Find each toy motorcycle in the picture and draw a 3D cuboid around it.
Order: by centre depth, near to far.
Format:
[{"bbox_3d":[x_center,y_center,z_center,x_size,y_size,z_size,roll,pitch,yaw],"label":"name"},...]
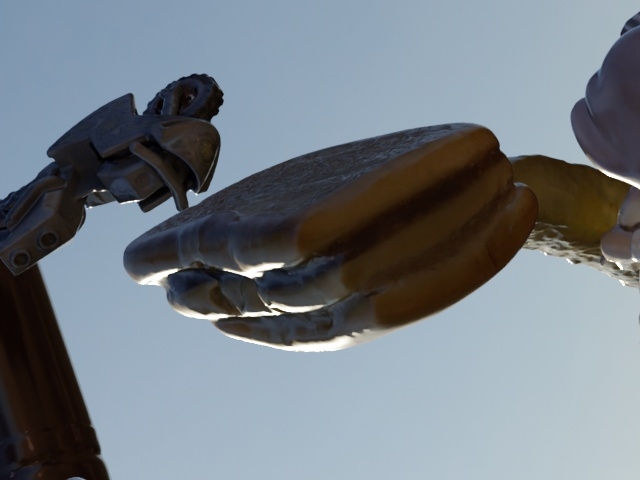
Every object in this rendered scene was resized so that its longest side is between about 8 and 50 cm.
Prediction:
[{"bbox_3d":[-0.156,-0.043,1.363,0.080,0.215,0.122,56,179,-33],"label":"toy motorcycle"}]

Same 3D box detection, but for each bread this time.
[{"bbox_3d":[0.000,0.000,0.802,0.116,0.200,0.077,-35,-77,-25],"label":"bread"}]

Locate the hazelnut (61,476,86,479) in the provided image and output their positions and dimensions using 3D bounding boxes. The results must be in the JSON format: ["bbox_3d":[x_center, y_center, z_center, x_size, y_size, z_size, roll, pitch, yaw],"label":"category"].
[{"bbox_3d":[-0.132,0.206,1.024,0.150,0.150,0.150,9,-90,-75],"label":"hazelnut"}]

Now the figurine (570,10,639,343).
[{"bbox_3d":[0.198,-0.042,0.943,0.112,0.137,0.229,-46,-41,-60],"label":"figurine"}]

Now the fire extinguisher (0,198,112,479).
[{"bbox_3d":[-0.287,0.076,1.534,0.114,0.135,0.337,20,-132,-66],"label":"fire extinguisher"}]

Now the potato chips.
[{"bbox_3d":[0.195,0.012,1.102,0.407,0.057,0.080,23,-109,-36],"label":"potato chips"}]
